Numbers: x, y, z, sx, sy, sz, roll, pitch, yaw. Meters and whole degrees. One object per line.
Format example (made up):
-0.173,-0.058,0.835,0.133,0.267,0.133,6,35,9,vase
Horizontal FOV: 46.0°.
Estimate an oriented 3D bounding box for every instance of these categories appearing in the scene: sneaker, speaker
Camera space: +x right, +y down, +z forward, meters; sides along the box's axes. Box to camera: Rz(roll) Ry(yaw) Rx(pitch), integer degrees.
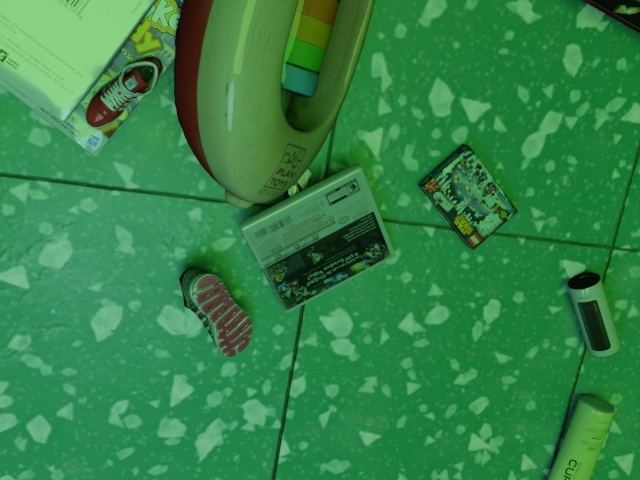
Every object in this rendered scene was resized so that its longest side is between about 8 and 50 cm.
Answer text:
-0.155,0.099,1.096,0.063,0.075,0.170,-40,134,-17,sneaker
0.448,0.121,1.236,0.055,0.055,0.136,-25,110,-5,speaker
-0.031,-0.080,1.079,0.043,0.040,0.109,-8,108,-12,sneaker
-0.238,-0.177,0.906,0.118,0.067,0.042,-43,110,2,sneaker

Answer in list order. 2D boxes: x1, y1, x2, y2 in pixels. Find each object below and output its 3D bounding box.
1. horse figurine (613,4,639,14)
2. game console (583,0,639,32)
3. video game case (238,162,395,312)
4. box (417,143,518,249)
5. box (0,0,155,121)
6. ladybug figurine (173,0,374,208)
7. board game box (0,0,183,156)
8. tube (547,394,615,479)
0.487,-0.403,1.029,0.174,0.066,0.263,2,103,-13,horse figurine
0.537,-0.458,1.086,0.386,0.060,0.342,22,100,-18,game console
0.000,0.000,1.096,0.190,0.022,0.173,-27,126,-4,video game case
0.225,-0.065,1.147,0.094,0.027,0.137,-42,110,3,box
-0.305,-0.260,0.839,0.181,0.119,0.182,37,96,-20,box
-0.059,-0.262,0.914,0.162,0.305,0.449,20,96,21,ladybug figurine
-0.344,-0.305,0.924,0.347,0.078,0.233,39,94,-20,board game box
0.445,0.387,1.313,0.070,0.062,0.240,22,110,24,tube
